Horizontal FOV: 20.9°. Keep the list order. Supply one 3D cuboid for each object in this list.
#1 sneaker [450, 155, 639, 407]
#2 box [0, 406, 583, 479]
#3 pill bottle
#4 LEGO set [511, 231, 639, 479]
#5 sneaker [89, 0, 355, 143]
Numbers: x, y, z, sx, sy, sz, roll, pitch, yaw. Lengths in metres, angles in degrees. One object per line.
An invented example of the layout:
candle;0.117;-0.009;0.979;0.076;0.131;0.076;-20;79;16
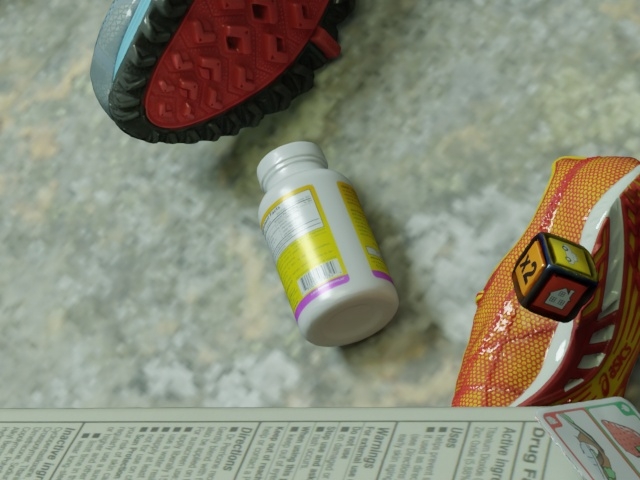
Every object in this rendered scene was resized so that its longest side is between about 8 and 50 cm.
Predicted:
sneaker;0.084;0.048;0.676;0.067;0.064;0.175;15;73;59
box;-0.053;0.145;0.604;0.311;0.121;0.148;-1;33;20
pill bottle;0.000;0.000;0.728;0.043;0.043;0.083;-25;60;7
LEGO set;0.171;0.077;0.560;0.244;0.182;0.060;52;126;32
sneaker;-0.040;-0.156;0.802;0.125;0.104;0.262;10;64;42
